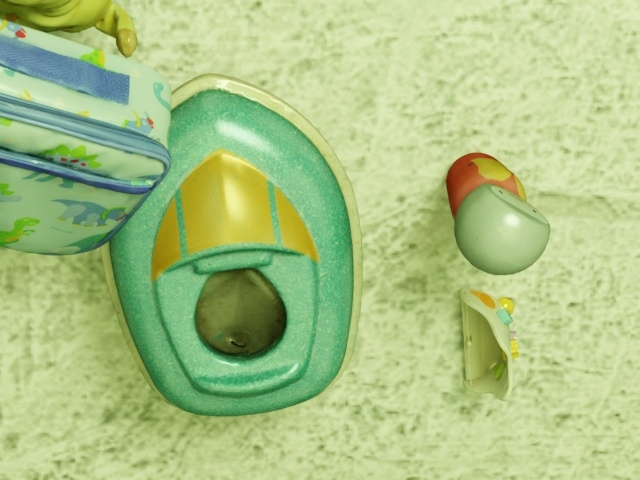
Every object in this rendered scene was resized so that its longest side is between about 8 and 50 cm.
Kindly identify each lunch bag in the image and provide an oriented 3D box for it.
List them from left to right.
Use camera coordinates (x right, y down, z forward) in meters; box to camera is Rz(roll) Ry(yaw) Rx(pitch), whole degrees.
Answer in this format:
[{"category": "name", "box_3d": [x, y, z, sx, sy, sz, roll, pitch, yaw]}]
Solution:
[{"category": "lunch bag", "box_3d": [-0.215, -0.069, 1.007, 0.219, 0.090, 0.176, 16, 147, -30]}]

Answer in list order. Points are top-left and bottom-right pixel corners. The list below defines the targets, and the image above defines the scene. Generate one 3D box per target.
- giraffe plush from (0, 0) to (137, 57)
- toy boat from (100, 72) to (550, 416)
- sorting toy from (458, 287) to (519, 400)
[{"category": "giraffe plush", "box_3d": [-0.241, -0.174, 1.052, 0.171, 0.181, 0.210, -28, 147, 17]}, {"category": "toy boat", "box_3d": [0.000, 0.000, 1.128, 0.318, 0.148, 0.267, -12, 111, 0]}, {"category": "sorting toy", "box_3d": [0.136, 0.087, 1.213, 0.045, 0.075, 0.083, -6, 112, -2]}]
